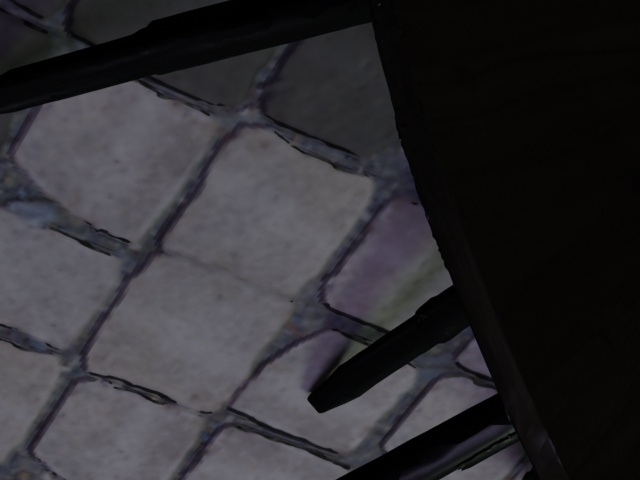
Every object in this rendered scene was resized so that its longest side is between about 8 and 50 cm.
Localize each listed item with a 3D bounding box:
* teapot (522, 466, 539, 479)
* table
[{"bbox_3d":[0.189,0.128,0.754,0.182,0.173,0.269,2,108,31],"label":"teapot"},{"bbox_3d":[0.000,0.000,0.599,0.249,0.317,0.317,-25,128,30],"label":"table"}]
